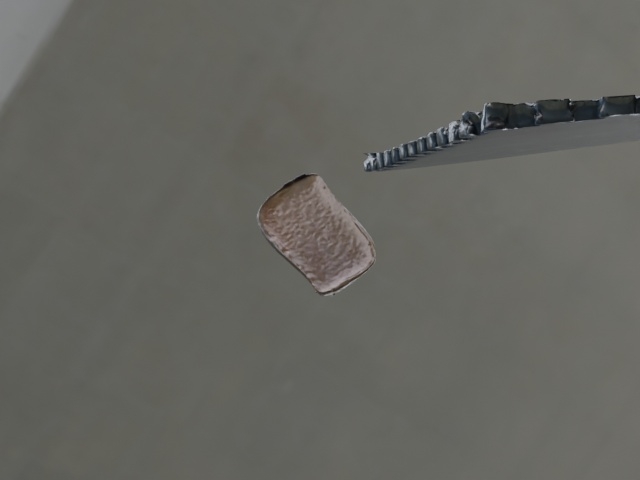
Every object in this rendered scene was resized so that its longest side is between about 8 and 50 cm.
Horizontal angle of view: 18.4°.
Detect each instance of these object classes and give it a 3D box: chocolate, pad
[{"bbox_3d":[0.000,0.000,1.489,0.064,0.100,0.031,-38,-28,-10],"label":"chocolate"},{"bbox_3d":[0.162,-0.050,0.752,0.270,0.269,0.012,-6,-90,-5],"label":"pad"}]
